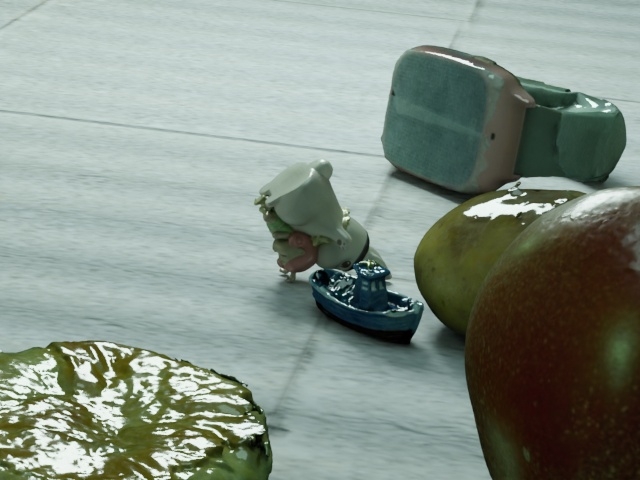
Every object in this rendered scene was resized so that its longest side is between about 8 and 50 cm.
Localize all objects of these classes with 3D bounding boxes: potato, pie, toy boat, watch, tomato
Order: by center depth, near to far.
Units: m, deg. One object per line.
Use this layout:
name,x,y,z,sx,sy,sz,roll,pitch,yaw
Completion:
tomato,0.240,0.102,1.153,0.303,0.303,0.239,-10,10,-34
pie,-0.175,0.150,1.262,0.306,0.071,0.306,7,20,-3
potato,0.232,0.034,1.558,0.296,0.141,0.191,19,28,29
toy boat,0.045,0.052,1.580,0.060,0.061,0.137,-13,27,-38
watch,0.231,-0.143,2.027,0.241,0.162,0.253,-5,22,-42

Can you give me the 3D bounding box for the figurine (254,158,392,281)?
figurine,-0.003,-0.004,1.691,0.098,0.146,0.081,-22,28,19
